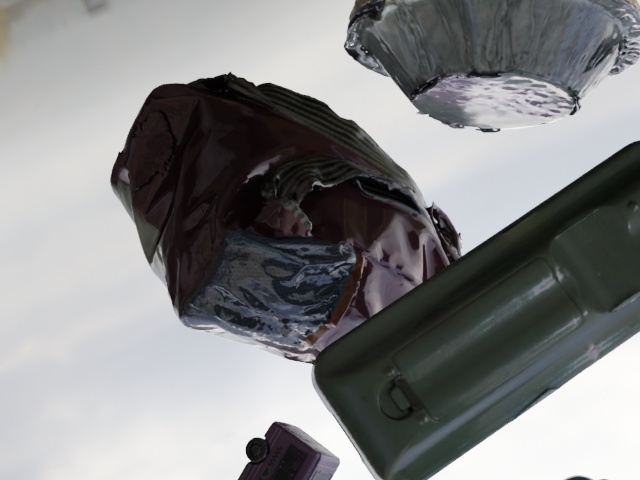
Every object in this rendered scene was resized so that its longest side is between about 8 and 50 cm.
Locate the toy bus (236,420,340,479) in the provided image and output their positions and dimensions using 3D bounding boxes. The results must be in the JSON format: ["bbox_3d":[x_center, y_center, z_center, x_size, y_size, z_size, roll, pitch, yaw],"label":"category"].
[{"bbox_3d":[-0.058,0.310,2.175,0.178,0.098,0.087,-60,152,2],"label":"toy bus"}]

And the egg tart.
[{"bbox_3d":[0.133,-0.142,1.384,0.234,0.094,0.234,1,163,0],"label":"egg tart"}]

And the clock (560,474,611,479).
[{"bbox_3d":[0.203,0.251,1.226,0.094,0.223,0.274,-39,-176,-5],"label":"clock"}]

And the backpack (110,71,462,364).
[{"bbox_3d":[0.000,0.000,1.584,0.197,0.317,0.283,-58,-148,23],"label":"backpack"}]

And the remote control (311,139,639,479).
[{"bbox_3d":[0.157,0.054,1.407,0.335,0.128,0.065,-34,175,-10],"label":"remote control"}]
